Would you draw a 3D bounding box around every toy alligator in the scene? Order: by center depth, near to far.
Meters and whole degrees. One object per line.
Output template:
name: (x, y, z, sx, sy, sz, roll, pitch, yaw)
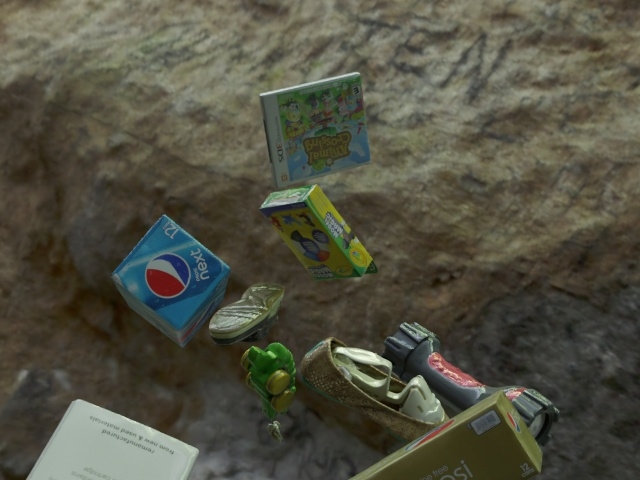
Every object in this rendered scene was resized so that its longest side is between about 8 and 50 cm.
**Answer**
toy alligator: (-0.049, 0.170, 1.078, 0.051, 0.189, 0.056, -38, -126, -23)

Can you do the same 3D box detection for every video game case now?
video game case: (-0.007, -0.221, 1.847, 0.023, 0.213, 0.193, -141, -141, -60)

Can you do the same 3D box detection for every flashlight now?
flashlight: (0.237, 0.229, 1.495, 0.304, 0.103, 0.103, 34, -64, 42)

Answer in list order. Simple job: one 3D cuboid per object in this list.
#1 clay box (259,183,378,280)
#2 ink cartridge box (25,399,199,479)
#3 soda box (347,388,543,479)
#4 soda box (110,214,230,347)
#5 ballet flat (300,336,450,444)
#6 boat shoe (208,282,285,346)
clay box: (0.000, 0.000, 1.707, 0.127, 0.222, 0.053, -8, -142, 47)
ink cartridge box: (-0.144, 0.205, 0.490, 0.139, 0.082, 0.190, 111, 0, -47)
soda box: (0.069, 0.182, 0.674, 0.181, 0.061, 0.058, -33, -98, 13)
soda box: (-0.130, 0.043, 0.817, 0.067, 0.071, 0.210, -51, 180, -12)
ballet flat: (0.077, 0.172, 1.033, 0.067, 0.206, 0.073, -62, -176, 29)
boat shoe: (-0.114, 0.134, 1.518, 0.080, 0.223, 0.073, 3, -72, 17)
